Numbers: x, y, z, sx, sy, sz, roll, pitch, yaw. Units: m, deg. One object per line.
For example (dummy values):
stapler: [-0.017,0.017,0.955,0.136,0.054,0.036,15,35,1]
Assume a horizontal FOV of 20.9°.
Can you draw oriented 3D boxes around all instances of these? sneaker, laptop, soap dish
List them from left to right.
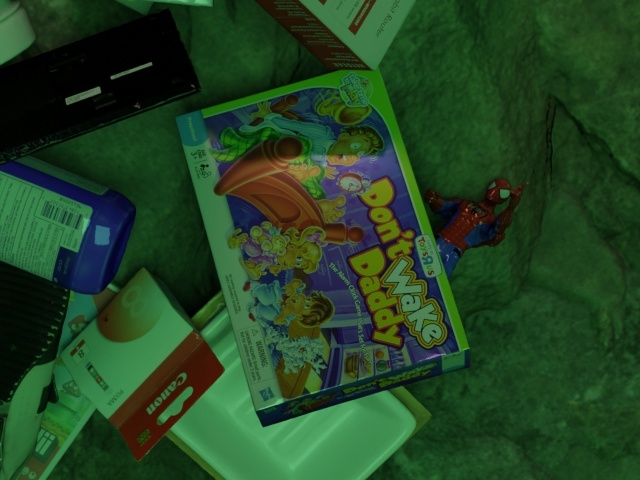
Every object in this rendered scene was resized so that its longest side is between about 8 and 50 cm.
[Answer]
sneaker: [-0.360,0.170,1.936,0.122,0.146,0.330,19,80,11]
laptop: [-0.240,-0.133,1.787,0.234,0.264,0.136,-21,128,-3]
soap dish: [-0.053,0.179,2.003,0.229,0.118,0.291,-44,108,5]

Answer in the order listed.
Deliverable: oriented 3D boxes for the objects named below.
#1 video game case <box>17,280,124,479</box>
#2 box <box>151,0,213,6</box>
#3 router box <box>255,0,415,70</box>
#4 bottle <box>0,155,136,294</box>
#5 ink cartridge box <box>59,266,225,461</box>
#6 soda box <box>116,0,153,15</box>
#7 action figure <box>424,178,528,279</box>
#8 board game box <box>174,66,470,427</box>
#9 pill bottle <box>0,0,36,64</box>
video game case: [-0.346,0.145,1.993,0.204,0.025,0.285,33,98,-17]
box: [-0.172,-0.310,1.765,0.137,0.072,0.126,4,105,-11]
router box: [0.017,-0.391,1.758,0.301,0.082,0.335,41,71,-34]
bottle: [-0.345,-0.040,1.873,0.283,0.092,0.118,21,111,4]
ink cartridge box: [-0.200,0.135,1.909,0.145,0.179,0.045,-46,132,6]
soda box: [-0.160,-0.387,1.832,0.098,0.091,0.286,27,100,-16]
action figure: [0.133,0.004,1.938,0.091,0.139,0.280,36,59,17]
board game box: [0.000,0.000,1.873,0.233,0.078,0.347,-16,70,-1]
pill bottle: [-0.424,-0.325,1.755,0.188,0.188,0.334,-25,109,-2]
